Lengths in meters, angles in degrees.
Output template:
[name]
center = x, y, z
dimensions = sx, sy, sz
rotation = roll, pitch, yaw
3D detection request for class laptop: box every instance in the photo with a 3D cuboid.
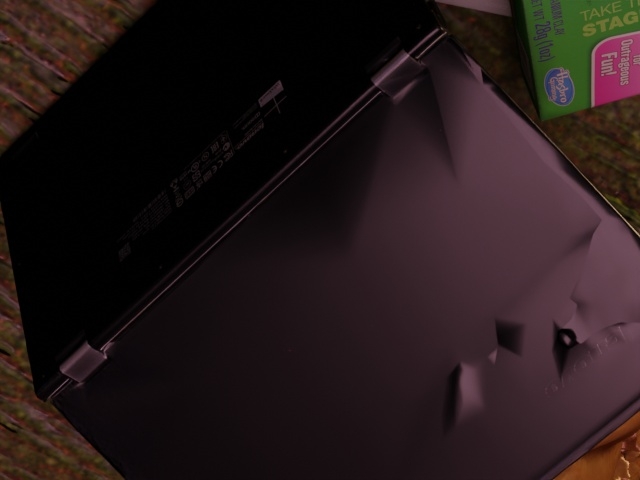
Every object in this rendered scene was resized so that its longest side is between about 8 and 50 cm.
[laptop]
center = 0.000, 0.000, 1.316
dimensions = 0.382, 0.408, 0.236
rotation = -41, 130, 18

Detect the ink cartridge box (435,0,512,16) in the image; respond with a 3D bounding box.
[ink cartridge box]
center = 0.132, -0.254, 1.384
dimensions = 0.145, 0.045, 0.179
rotation = 9, 135, -14

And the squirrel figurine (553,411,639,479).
[squirrel figurine]
center = 0.148, 0.207, 1.458
dimensions = 0.281, 0.397, 0.370
rotation = 7, 92, 33

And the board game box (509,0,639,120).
[board game box]
center = 0.291, -0.231, 1.359
dimensions = 0.317, 0.064, 0.242
rotation = -16, 137, 2
